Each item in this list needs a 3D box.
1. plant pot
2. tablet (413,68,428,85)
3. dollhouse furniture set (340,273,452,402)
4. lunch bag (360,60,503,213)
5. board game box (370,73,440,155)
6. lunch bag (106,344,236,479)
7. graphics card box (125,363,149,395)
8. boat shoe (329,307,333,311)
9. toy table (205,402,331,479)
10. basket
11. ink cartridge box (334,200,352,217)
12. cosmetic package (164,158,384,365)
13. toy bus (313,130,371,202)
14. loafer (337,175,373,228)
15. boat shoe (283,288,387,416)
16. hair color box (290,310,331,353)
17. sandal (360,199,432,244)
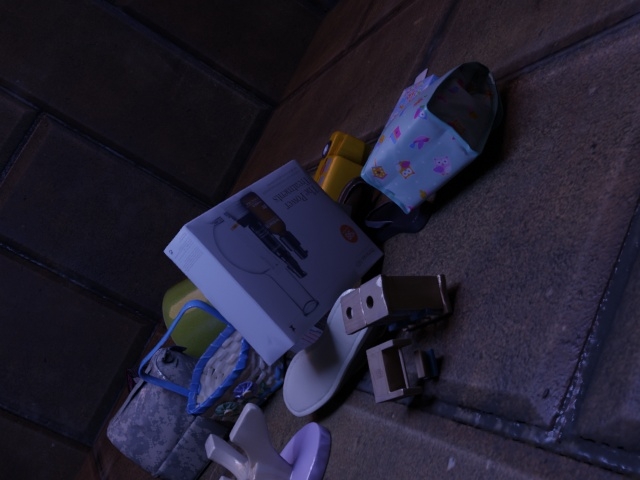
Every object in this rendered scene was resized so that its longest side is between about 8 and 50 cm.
[{"bbox_3d":[-0.229,0.163,1.892,0.293,0.275,0.275,-35,26,24],"label":"plant pot"},{"bbox_3d":[0.260,-0.416,1.844,0.054,0.006,0.083,-34,30,56],"label":"tablet"},{"bbox_3d":[0.129,0.161,1.111,0.129,0.129,0.184,-37,58,54],"label":"dollhouse furniture set"},{"bbox_3d":[0.222,-0.211,1.331,0.223,0.160,0.262,-43,10,45],"label":"lunch bag"},{"bbox_3d":[0.212,-0.298,1.725,0.211,0.039,0.160,-62,16,-11],"label":"board game box"},{"bbox_3d":[-0.376,0.444,1.786,0.305,0.256,0.212,-53,18,19],"label":"lunch bag"},{"bbox_3d":[-0.550,0.538,2.221,0.371,0.094,0.233,175,87,-68],"label":"graphics card box"},{"bbox_3d":[-0.082,0.129,1.632,0.302,0.103,0.113,-9,53,53],"label":"boat shoe"},{"bbox_3d":[-0.119,0.430,1.242,0.274,0.161,0.252,-64,17,-12],"label":"toy table"},{"bbox_3d":[-0.240,0.282,1.608,0.255,0.289,0.201,-51,19,25],"label":"basket"},{"bbox_3d":[0.000,0.000,1.591,0.127,0.072,0.175,-1,79,58],"label":"ink cartridge box"},{"bbox_3d":[-0.072,0.024,1.351,0.097,0.284,0.377,-43,-1,39],"label":"cosmetic package"},{"bbox_3d":[0.028,-0.106,1.745,0.333,0.108,0.130,-67,16,-2],"label":"toy bus"},{"bbox_3d":[0.074,-0.045,1.648,0.220,0.080,0.078,-69,21,3],"label":"loafer"},{"bbox_3d":[0.033,0.211,1.293,0.109,0.091,0.305,46,119,27],"label":"boat shoe"},{"bbox_3d":[-0.027,0.194,1.488,0.167,0.093,0.053,-33,31,55],"label":"hair color box"},{"bbox_3d":[0.147,-0.053,1.468,0.254,0.054,0.097,-21,41,64],"label":"sandal"}]
